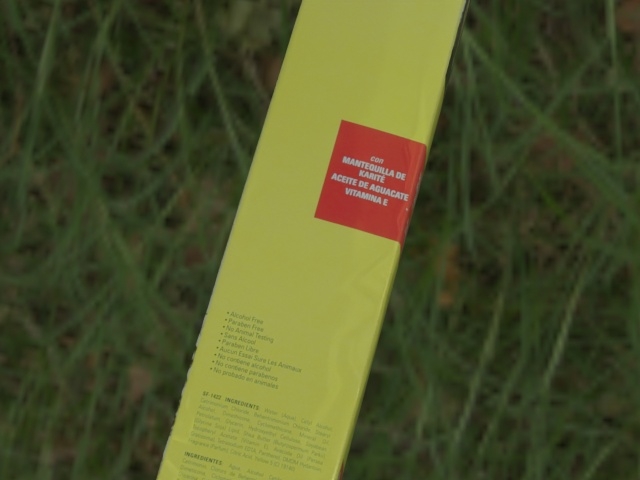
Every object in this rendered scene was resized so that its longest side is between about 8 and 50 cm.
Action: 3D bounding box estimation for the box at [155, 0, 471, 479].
[{"bbox_3d":[0.000,0.000,0.658,0.058,0.232,0.087,16,158,2],"label":"box"}]
